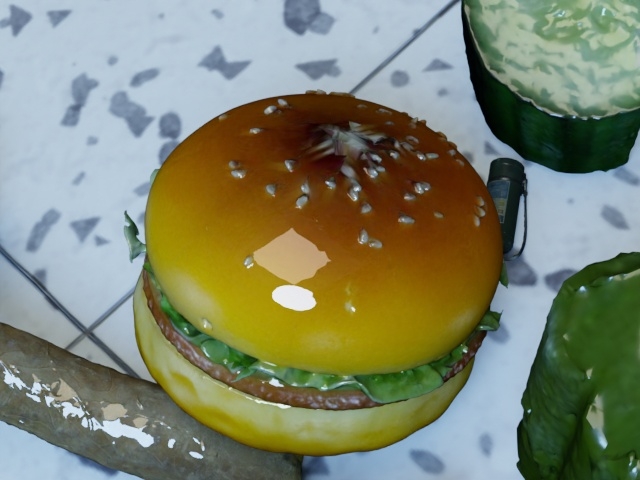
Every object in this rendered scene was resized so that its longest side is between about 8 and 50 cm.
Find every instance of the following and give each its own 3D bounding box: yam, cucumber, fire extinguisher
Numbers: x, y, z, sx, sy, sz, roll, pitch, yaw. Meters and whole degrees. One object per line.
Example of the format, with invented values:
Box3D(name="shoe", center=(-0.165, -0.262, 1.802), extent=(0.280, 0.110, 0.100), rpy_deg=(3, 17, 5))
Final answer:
Box3D(name="yam", center=(-0.151, 0.098, 0.810), extent=(0.300, 0.066, 0.066), rpy_deg=(24, 63, -8))
Box3D(name="cucumber", center=(0.179, -0.154, 0.928), extent=(0.191, 0.130, 0.191), rpy_deg=(-5, 63, 11))
Box3D(name="fire extinguisher", center=(0.127, -0.015, 0.912), extent=(0.038, 0.025, 0.083), rpy_deg=(17, 62, -6))

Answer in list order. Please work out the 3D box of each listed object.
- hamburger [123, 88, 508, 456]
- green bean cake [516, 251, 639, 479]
Box3D(name="hamburger", center=(-0.001, 0.001, 0.806), extent=(0.246, 0.170, 0.246), rpy_deg=(6, 41, -6))
Box3D(name="green bean cake", center=(0.297, 0.142, 0.689), extent=(0.319, 0.218, 0.335), rpy_deg=(-16, 64, -8))
